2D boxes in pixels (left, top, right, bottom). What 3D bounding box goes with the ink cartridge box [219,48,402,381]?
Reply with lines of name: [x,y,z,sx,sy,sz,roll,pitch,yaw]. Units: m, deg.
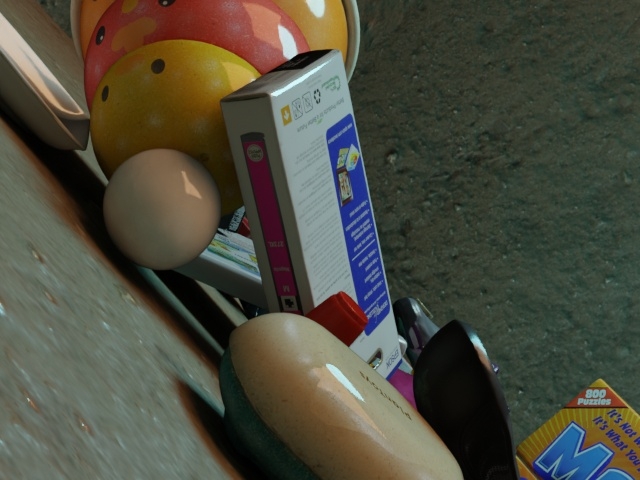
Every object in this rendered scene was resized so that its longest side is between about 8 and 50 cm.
ink cartridge box: [0.000,0.000,1.345,0.176,0.069,0.371,-42,122,-57]

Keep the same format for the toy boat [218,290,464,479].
toy boat: [0.000,0.160,1.138,0.267,0.148,0.318,44,9,-20]

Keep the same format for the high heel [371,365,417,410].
high heel: [0.125,0.242,1.360,0.377,0.181,0.127,47,-44,50]

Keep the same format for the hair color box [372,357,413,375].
hair color box: [0.091,0.248,2.163,0.072,0.141,0.043,49,0,28]

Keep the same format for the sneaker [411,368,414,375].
sneaker: [0.181,0.234,1.765,0.067,0.064,0.175,17,23,-46]

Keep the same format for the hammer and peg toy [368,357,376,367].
hammer and peg toy: [0.071,0.238,1.735,0.266,0.127,0.361,49,3,-20]

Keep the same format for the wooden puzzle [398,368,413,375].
wooden puzzle: [0.128,0.198,1.690,0.078,0.014,0.116,51,3,13]

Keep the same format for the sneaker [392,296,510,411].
sneaker: [0.162,0.146,1.587,0.083,0.098,0.223,-118,-177,-58]

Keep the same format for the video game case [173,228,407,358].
video game case: [-0.072,0.043,1.595,0.329,0.036,0.300,24,5,-12]

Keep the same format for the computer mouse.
computer mouse: [0.141,0.193,1.224,0.188,0.072,0.272,-115,-175,-51]

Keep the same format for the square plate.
square plate: [-0.388,-0.237,1.429,0.344,0.049,0.347,50,0,-14]

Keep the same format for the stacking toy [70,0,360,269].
stacking toy: [-0.135,-0.140,1.392,0.350,0.351,0.480,49,24,-28]

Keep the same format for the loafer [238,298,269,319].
loafer: [-0.078,0.126,1.993,0.170,0.062,0.061,52,-22,29]

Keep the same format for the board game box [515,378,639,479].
board game box: [0.461,0.515,1.974,0.356,0.356,0.356,50,-1,-40]

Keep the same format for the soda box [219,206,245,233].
soda box: [-0.175,-0.060,1.617,0.169,0.053,0.060,18,7,-37]

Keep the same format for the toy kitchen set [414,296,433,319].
toy kitchen set: [0.121,0.132,1.704,0.068,0.083,0.075,50,3,-5]

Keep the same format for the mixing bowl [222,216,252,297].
mixing bowl: [-0.132,0.022,1.952,0.181,0.098,0.181,48,0,0]
